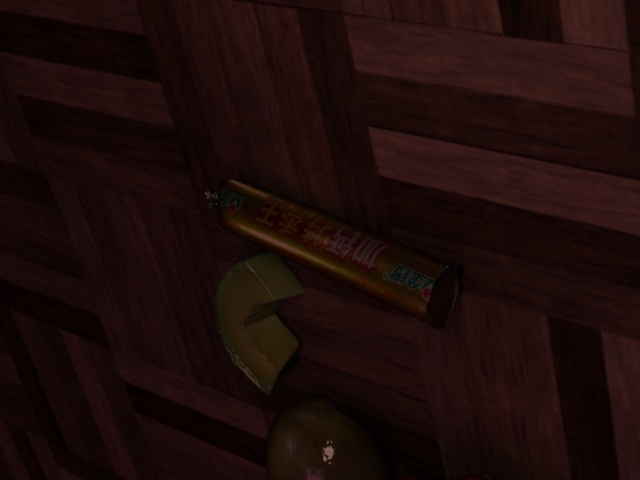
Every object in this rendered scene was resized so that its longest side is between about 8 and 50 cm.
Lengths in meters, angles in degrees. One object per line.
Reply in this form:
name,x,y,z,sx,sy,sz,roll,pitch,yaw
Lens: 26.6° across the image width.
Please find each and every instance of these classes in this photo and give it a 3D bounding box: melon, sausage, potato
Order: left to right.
melon,-0.077,0.097,1.772,0.118,0.064,0.209,36,140,21
sausage,0.000,0.000,1.591,0.371,0.082,0.082,23,137,33
potato,0.013,0.333,1.813,0.174,0.159,0.251,-141,43,-64

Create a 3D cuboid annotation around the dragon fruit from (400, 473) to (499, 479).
dragon fruit,0.153,0.436,1.648,0.296,0.295,0.301,49,126,1
